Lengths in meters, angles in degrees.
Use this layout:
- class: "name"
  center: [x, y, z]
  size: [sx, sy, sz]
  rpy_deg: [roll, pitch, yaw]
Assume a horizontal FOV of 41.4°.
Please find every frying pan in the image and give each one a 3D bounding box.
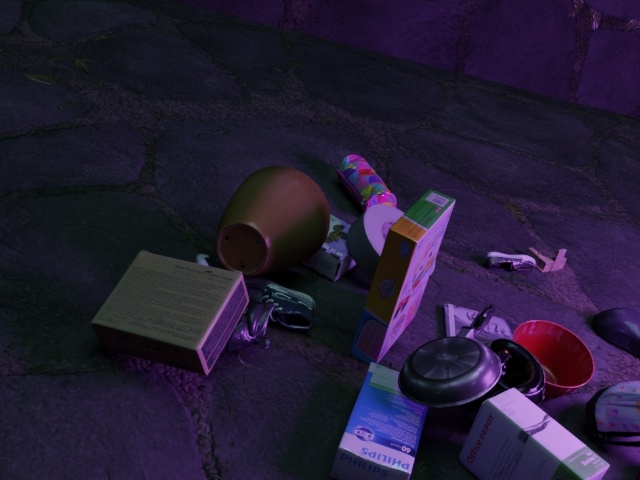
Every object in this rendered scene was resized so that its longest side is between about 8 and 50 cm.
- class: "frying pan"
  center: [0.288, 0.210, 1.623]
  size: [0.326, 0.053, 0.197]
  rpy_deg: [-32, 30, -28]

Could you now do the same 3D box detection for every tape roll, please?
- class: "tape roll"
  center: [0.171, 0.019, 2.040]
  size: [0.219, 0.072, 0.219]
  rpy_deg: [25, 40, -24]

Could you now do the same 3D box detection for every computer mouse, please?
- class: "computer mouse"
  center: [0.802, 0.233, 2.063]
  size: [0.272, 0.072, 0.188]
  rpy_deg: [28, 33, 20]

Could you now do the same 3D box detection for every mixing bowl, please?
- class: "mixing bowl"
  center: [0.478, 0.270, 1.813]
  size: [0.181, 0.098, 0.181]
  rpy_deg: [10, 41, -9]

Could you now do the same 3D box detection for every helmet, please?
- class: "helmet"
  center: [0.347, 0.292, 1.668]
  size: [0.169, 0.162, 0.169]
  rpy_deg: [12, 45, -13]

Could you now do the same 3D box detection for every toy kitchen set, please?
- class: "toy kitchen set"
  center: [0.619, 0.036, 2.306]
  size: [0.083, 0.068, 0.075]
  rpy_deg: [-7, 37, -34]

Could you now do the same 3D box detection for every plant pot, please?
- class: "plant pot"
  center: [-0.126, -0.022, 1.850]
  size: [0.237, 0.237, 0.254]
  rpy_deg: [22, 22, 10]

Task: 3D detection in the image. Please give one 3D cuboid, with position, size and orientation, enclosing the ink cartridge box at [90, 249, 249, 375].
- class: "ink cartridge box"
  center: [-0.280, 0.133, 1.603]
  size: [0.234, 0.088, 0.193]
  rpy_deg: [11, 49, 21]

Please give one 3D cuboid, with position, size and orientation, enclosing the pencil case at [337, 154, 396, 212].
- class: "pencil case"
  center: [0.125, -0.147, 2.351]
  size: [0.104, 0.105, 0.236]
  rpy_deg: [0, 32, -24]

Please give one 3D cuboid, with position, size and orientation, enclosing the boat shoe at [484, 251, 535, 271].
- class: "boat shoe"
  center: [0.501, 0.063, 2.235]
  size: [0.142, 0.049, 0.040]
  rpy_deg: [8, 50, -11]

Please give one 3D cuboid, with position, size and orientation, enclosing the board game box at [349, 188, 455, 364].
- class: "board game box"
  center: [0.174, 0.076, 1.788]
  size: [0.064, 0.317, 0.242]
  rpy_deg: [25, 31, 16]

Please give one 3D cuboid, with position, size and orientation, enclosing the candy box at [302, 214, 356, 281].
- class: "candy box"
  center: [0.000, 0.000, 2.074]
  size: [0.196, 0.070, 0.165]
  rpy_deg: [28, 33, 18]

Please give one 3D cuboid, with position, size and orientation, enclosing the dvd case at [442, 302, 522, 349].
- class: "dvd case"
  center: [0.391, 0.221, 1.945]
  size: [0.221, 0.018, 0.165]
  rpy_deg: [14, 31, -2]

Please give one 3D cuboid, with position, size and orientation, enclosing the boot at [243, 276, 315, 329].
- class: "boot"
  center: [-0.101, 0.135, 1.805]
  size: [0.189, 0.069, 0.086]
  rpy_deg: [13, 25, -6]

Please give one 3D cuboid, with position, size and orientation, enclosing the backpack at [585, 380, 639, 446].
- class: "backpack"
  center: [0.641, 0.341, 1.706]
  size: [0.151, 0.115, 0.182]
  rpy_deg: [-20, 5, -41]

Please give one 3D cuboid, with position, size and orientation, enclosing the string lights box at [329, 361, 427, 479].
- class: "string lights box"
  center: [0.117, 0.344, 1.558]
  size: [0.133, 0.077, 0.260]
  rpy_deg: [20, 31, 7]

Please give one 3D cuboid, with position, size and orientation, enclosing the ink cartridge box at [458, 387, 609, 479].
- class: "ink cartridge box"
  center: [0.374, 0.395, 1.511]
  size: [0.092, 0.160, 0.219]
  rpy_deg: [-13, 41, -41]

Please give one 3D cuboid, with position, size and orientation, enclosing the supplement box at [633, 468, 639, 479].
- class: "supplement box"
  center: [0.723, 0.485, 1.579]
  size: [0.130, 0.073, 0.239]
  rpy_deg: [-17, 43, -43]

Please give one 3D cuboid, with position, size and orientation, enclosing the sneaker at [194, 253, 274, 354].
- class: "sneaker"
  center: [-0.183, 0.134, 1.748]
  size: [0.153, 0.101, 0.269]
  rpy_deg: [4, 38, -20]
